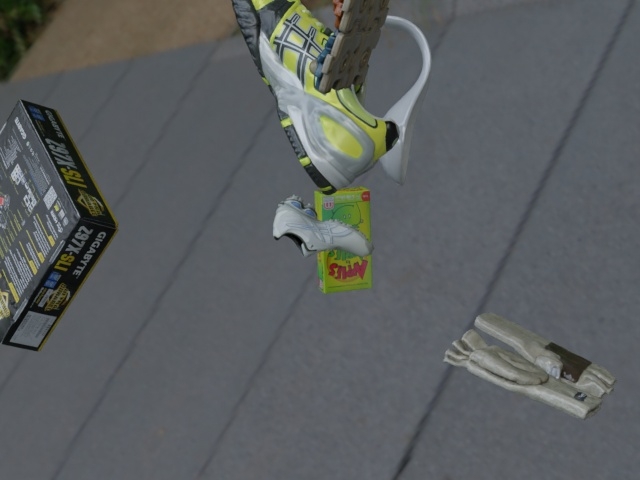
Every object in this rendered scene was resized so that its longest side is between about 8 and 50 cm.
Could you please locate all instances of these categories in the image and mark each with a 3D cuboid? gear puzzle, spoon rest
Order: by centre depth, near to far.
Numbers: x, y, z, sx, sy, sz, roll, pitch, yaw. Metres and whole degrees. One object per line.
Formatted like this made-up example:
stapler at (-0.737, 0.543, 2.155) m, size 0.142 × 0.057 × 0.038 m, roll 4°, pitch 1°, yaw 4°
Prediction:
gear puzzle at (0.062, -0.348, 1.573) m, size 0.175 × 0.044 × 0.338 m, roll -30°, pitch -38°, yaw -66°
spoon rest at (0.139, -0.226, 2.071) m, size 0.084 × 0.137 × 0.276 m, roll 0°, pitch 88°, yaw 8°

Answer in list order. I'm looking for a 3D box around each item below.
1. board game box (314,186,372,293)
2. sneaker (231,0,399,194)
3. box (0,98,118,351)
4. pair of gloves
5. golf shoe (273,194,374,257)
board game box at (0.042, -0.001, 2.280) m, size 0.043 × 0.092 × 0.181 m, roll -145°, pitch 51°, yaw -69°
sneaker at (-0.014, -0.255, 1.812) m, size 0.147 × 0.145 × 0.384 m, roll -26°, pitch 77°, yaw 5°
box at (-0.457, -0.029, 1.999) m, size 0.257 × 0.079 × 0.322 m, roll -56°, pitch 45°, yaw 22°
pair of gloves at (0.276, 0.166, 1.650) m, size 0.240 × 0.204 × 0.042 m, roll -18°, pitch -48°, yaw -68°
golf shoe at (0.000, 0.000, 2.103) m, size 0.086 × 0.176 × 0.069 m, roll -68°, pitch 10°, yaw -22°
